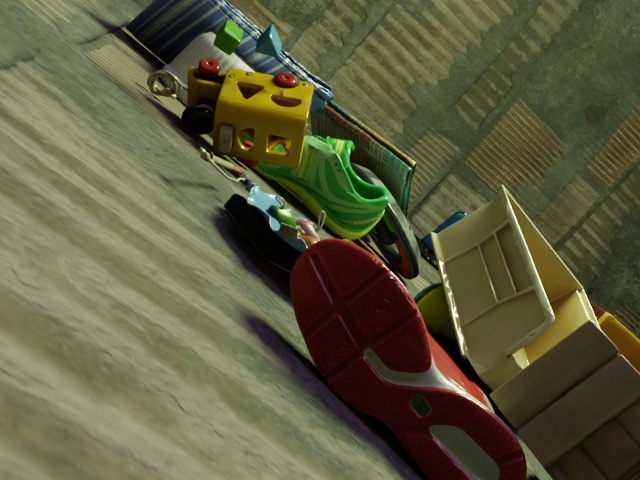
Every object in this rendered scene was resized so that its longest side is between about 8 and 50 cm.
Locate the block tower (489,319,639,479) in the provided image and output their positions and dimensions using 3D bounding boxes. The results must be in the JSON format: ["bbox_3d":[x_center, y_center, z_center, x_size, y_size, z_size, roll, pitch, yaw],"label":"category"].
[{"bbox_3d":[0.230,0.175,0.637,0.091,0.097,0.335,56,6,32],"label":"block tower"}]

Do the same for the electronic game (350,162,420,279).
[{"bbox_3d":[0.102,-0.033,1.303,0.229,0.048,0.229,58,-7,11],"label":"electronic game"}]

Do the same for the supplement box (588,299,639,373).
[{"bbox_3d":[0.455,0.215,1.325,0.129,0.191,0.194,41,7,-4],"label":"supplement box"}]

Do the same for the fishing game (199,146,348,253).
[{"bbox_3d":[0.000,0.000,0.729,0.264,0.041,0.189,43,6,8],"label":"fishing game"}]

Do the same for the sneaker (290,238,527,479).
[{"bbox_3d":[0.061,0.099,0.576,0.221,0.087,0.128,55,2,10],"label":"sneaker"}]

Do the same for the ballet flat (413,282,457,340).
[{"bbox_3d":[0.196,0.113,1.088,0.077,0.077,0.231,48,8,23],"label":"ballet flat"}]

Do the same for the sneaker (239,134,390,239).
[{"bbox_3d":[-0.014,-0.127,1.146,0.295,0.123,0.109,37,30,-20],"label":"sneaker"}]

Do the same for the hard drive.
[{"bbox_3d":[-0.029,0.008,0.768,0.135,0.022,0.094,31,13,-51],"label":"hard drive"}]

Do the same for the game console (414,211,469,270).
[{"bbox_3d":[0.415,0.043,2.116,0.293,0.173,0.250,40,8,-10],"label":"game console"}]

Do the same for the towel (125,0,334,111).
[{"bbox_3d":[-0.161,-0.322,1.358,0.336,0.040,0.243,37,-31,-27],"label":"towel"}]

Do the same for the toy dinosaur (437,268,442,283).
[{"bbox_3d":[0.379,0.134,1.734,0.322,0.164,0.218,58,14,-30],"label":"toy dinosaur"}]

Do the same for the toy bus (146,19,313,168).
[{"bbox_3d":[-0.107,-0.158,0.972,0.191,0.202,0.104,44,36,-32],"label":"toy bus"}]

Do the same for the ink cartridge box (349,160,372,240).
[{"bbox_3d":[0.076,-0.086,1.520,0.153,0.087,0.208,41,7,-1],"label":"ink cartridge box"}]

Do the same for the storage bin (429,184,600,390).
[{"bbox_3d":[0.283,0.114,1.010,0.262,0.123,0.260,43,26,-35],"label":"storage bin"}]

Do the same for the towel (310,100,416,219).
[{"bbox_3d":[0.085,-0.162,1.652,0.271,0.040,0.370,37,-12,13],"label":"towel"}]

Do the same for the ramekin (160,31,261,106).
[{"bbox_3d":[-0.151,-0.246,1.239,0.207,0.109,0.207,40,9,-7],"label":"ramekin"}]
